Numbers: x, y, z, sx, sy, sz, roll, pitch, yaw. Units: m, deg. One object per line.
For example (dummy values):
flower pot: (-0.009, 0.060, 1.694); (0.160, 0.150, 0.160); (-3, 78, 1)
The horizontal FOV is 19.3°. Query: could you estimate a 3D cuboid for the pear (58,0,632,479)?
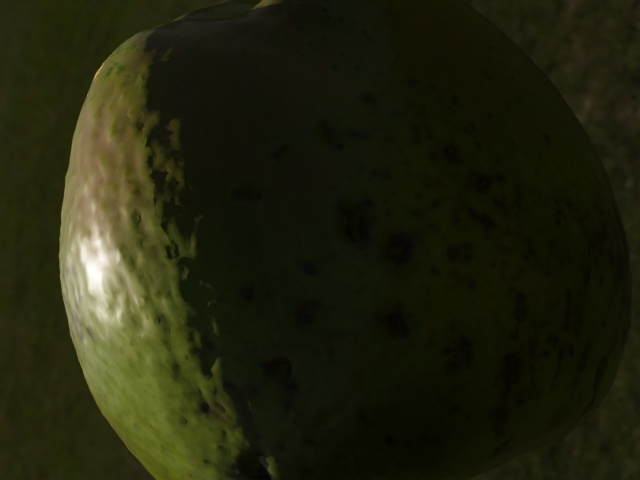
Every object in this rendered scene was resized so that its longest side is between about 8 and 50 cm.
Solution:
pear: (0.000, 0.000, 1.214); (0.391, 0.391, 0.391); (-164, 90, -73)
